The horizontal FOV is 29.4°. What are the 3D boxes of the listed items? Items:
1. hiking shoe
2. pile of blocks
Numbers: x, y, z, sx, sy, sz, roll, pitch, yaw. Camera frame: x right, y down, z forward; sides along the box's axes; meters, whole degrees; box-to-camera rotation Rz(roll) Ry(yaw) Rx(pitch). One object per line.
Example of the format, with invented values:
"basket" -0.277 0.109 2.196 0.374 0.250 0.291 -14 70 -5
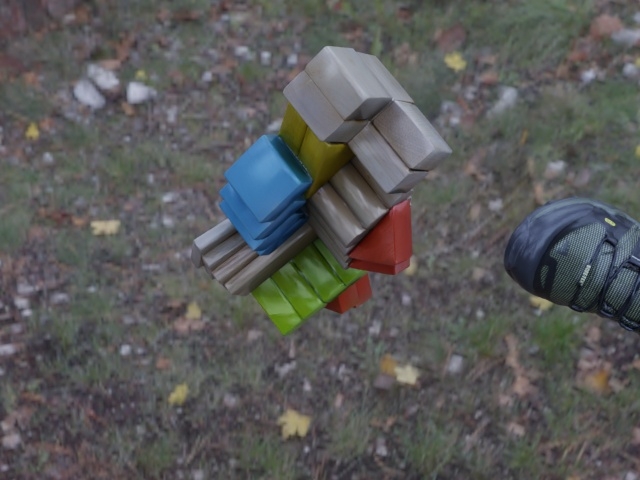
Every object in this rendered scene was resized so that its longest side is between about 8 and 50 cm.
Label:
"hiking shoe" 0.244 0.032 0.906 0.227 0.086 0.114 13 15 -29
"pile of blocks" 0.000 0.000 0.868 0.149 0.362 0.112 -34 77 -16
